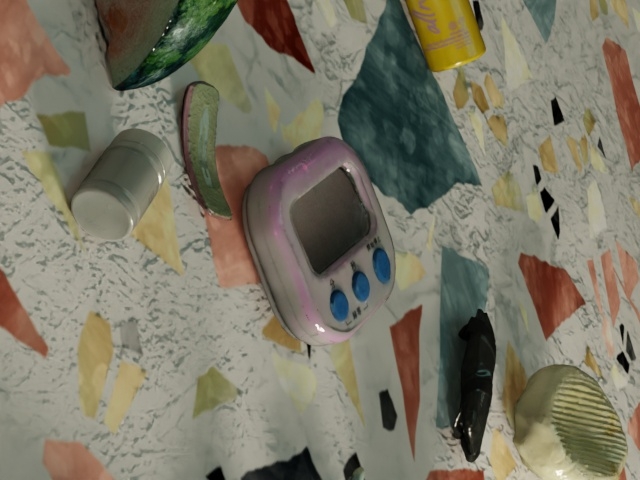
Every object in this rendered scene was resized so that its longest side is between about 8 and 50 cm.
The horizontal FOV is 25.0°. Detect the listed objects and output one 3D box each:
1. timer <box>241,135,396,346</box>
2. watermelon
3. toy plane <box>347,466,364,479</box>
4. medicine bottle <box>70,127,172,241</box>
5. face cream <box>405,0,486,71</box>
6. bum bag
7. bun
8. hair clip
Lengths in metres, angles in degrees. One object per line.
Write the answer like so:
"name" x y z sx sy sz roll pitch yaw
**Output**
"timer" 0.000 0.000 1.481 0.208 0.069 0.191 -38 110 -56
"watermelon" -0.132 -0.255 1.324 0.207 0.136 0.202 -57 134 -69
"toy plane" -0.027 0.321 1.281 0.192 0.088 0.262 42 60 -47
"medicine bottle" -0.169 -0.048 1.234 0.058 0.058 0.091 59 35 -27
"face cream" 0.130 -0.352 1.819 0.078 0.078 0.273 -41 113 -56
"bum bag" 0.185 0.169 1.741 0.087 0.049 0.197 77 19 -52
"bun" 0.308 0.253 1.853 0.183 0.102 0.183 25 49 -32
"hair clip" -0.109 -0.085 1.382 0.054 0.022 0.137 8 72 -58
